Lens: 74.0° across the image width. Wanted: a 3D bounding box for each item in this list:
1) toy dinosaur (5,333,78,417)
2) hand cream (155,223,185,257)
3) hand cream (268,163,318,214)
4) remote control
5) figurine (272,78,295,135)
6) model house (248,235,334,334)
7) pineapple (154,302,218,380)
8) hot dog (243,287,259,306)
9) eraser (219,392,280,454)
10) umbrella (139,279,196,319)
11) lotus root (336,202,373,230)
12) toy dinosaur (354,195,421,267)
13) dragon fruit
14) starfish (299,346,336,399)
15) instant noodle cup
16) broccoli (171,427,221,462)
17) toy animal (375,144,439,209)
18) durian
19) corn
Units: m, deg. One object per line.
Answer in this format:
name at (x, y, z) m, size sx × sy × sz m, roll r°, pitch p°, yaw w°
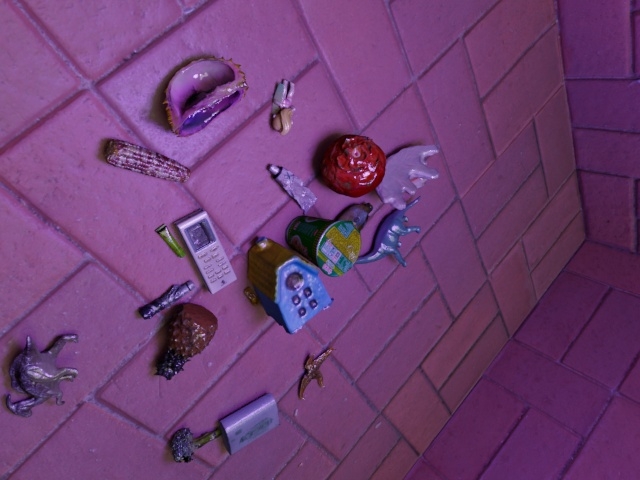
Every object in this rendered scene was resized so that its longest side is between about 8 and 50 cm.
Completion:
toy dinosaur at (-0.785, 0.384, 1.203) m, size 0.162 × 0.077 × 0.294 m, roll 4°, pitch 105°, yaw -38°
hand cream at (-0.467, 0.004, 1.335) m, size 0.036 × 0.023 × 0.122 m, roll -38°, pitch 122°, yaw -15°
hand cream at (-0.096, -0.190, 1.529) m, size 0.084 × 0.050 × 0.257 m, roll -56°, pitch 133°, yaw -10°
remote control at (-0.373, 0.039, 1.398) m, size 0.103 × 0.055 × 0.277 m, roll -32°, pitch 124°, yaw -24°
figurine at (-0.118, -0.438, 1.403) m, size 0.083 × 0.083 × 0.188 m, roll 11°, pitch 90°, yaw -39°
model house at (-0.130, 0.136, 1.504) m, size 0.215 × 0.237 × 0.303 m, roll -37°, pitch 122°, yaw -19°
pineapple at (-0.460, 0.348, 1.401) m, size 0.157 × 0.158 × 0.279 m, roll 28°, pitch 100°, yaw -40°
hot dog at (-0.249, 0.213, 1.571) m, size 0.030 × 0.034 × 0.090 m, roll -40°, pitch 126°, yaw -18°
eraser at (-0.282, 0.735, 1.711) m, size 0.227 × 0.081 × 0.174 m, roll -22°, pitch 121°, yaw -32°
umbrella at (-0.491, 0.189, 1.370) m, size 0.188 × 0.046 × 0.050 m, roll -32°, pitch 143°, yaw -25°
lotus root at (0.139, -0.087, 1.717) m, size 0.192 × 0.088 × 0.113 m, roll -43°, pitch 143°, yaw -17°
toy dinosaur at (0.258, -0.031, 1.834) m, size 0.330 × 0.129 × 0.384 m, roll 7°, pitch 102°, yaw -30°
dragon fruit at (0.116, -0.268, 1.527) m, size 0.241 × 0.252 × 0.241 m, roll 14°, pitch 66°, yaw -34°
starfish at (-0.023, 0.584, 1.878) m, size 0.138 × 0.050 × 0.248 m, roll 1°, pitch 113°, yaw -38°
instant noodle cup at (0.000, 0.000, 1.547) m, size 0.207 × 0.232 × 0.207 m, roll -13°, pitch 112°, yaw -35°
broccoli at (-0.460, 0.751, 1.586) m, size 0.204 × 0.118 × 0.123 m, roll 7°, pitch 72°, yaw -54°
toy animal at (0.342, -0.231, 1.755) m, size 0.266 × 0.188 × 0.308 m, roll 5°, pitch 66°, yaw -6°
durian at (-0.338, -0.418, 1.209) m, size 0.260 × 0.153 × 0.187 m, roll -26°, pitch 99°, yaw -20°
corn at (-0.485, -0.217, 1.207) m, size 0.237 × 0.079 × 0.080 m, roll 18°, pitch 96°, yaw -43°
